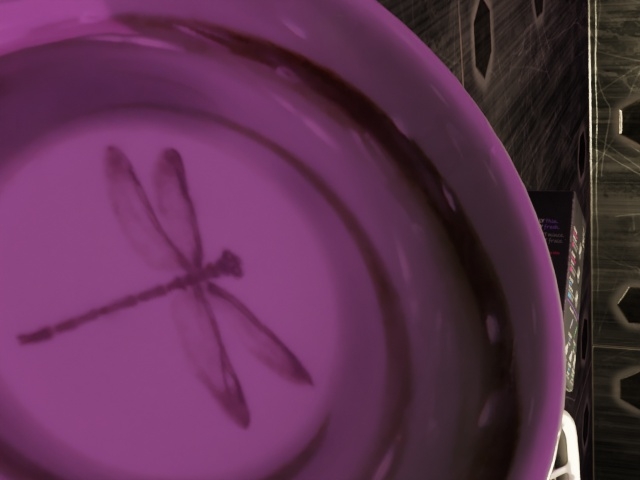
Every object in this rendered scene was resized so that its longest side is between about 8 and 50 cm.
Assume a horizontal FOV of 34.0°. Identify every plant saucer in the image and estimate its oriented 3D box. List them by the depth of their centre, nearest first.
[{"bbox_3d":[-0.069,0.018,0.507,0.100,0.401,0.400,-44,-159,51],"label":"plant saucer"}]

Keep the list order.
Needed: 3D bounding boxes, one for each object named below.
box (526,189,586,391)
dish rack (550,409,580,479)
[{"bbox_3d":[0.295,0.073,1.546,0.143,0.165,0.270,44,53,-62],"label":"box"},{"bbox_3d":[0.146,0.344,1.150,0.333,0.072,0.285,-21,114,-29],"label":"dish rack"}]
